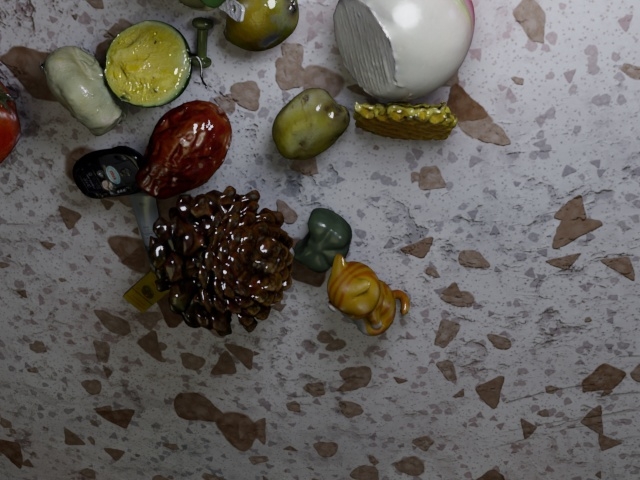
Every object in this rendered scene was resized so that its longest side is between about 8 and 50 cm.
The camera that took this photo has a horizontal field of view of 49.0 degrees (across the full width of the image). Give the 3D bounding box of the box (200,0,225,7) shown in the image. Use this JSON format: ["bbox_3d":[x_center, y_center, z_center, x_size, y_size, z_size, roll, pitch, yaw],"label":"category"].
[{"bbox_3d":[-0.198,-0.639,1.436,0.253,0.329,0.178,42,133,-13],"label":"box"}]

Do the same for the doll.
[{"bbox_3d":[0.113,0.159,1.930,0.166,0.269,0.162,32,88,33],"label":"doll"}]

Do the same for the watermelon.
[{"bbox_3d":[-0.402,-0.422,1.712,0.232,0.127,0.204,-17,89,2],"label":"watermelon"}]

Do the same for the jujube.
[{"bbox_3d":[-0.350,-0.230,1.788,0.197,0.197,0.290,41,114,-15],"label":"jujube"}]

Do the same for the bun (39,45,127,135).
[{"bbox_3d":[-0.577,-0.375,1.743,0.141,0.239,0.239,-37,111,0],"label":"bun"}]

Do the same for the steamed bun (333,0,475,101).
[{"bbox_3d":[0.202,-0.462,1.500,0.309,0.309,0.309,5,123,8],"label":"steamed bun"}]

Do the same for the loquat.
[{"bbox_3d":[-0.137,-0.507,1.598,0.195,0.152,0.152,-17,118,29],"label":"loquat"}]

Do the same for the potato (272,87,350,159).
[{"bbox_3d":[-0.029,-0.282,1.727,0.200,0.137,0.154,-32,112,26],"label":"potato"}]

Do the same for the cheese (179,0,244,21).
[{"bbox_3d":[-0.242,-0.551,1.565,0.251,0.054,0.127,44,131,32],"label":"cheese"}]

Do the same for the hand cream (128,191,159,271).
[{"bbox_3d":[-0.495,-0.026,2.043,0.079,0.048,0.255,-2,119,7],"label":"hand cream"}]

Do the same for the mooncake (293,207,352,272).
[{"bbox_3d":[0.000,0.000,1.925,0.168,0.104,0.175,-1,119,19],"label":"mooncake"}]

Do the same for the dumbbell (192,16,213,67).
[{"bbox_3d":[-0.288,-0.481,1.709,0.052,0.046,0.118,10,123,-1],"label":"dumbbell"}]

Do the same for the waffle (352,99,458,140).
[{"bbox_3d":[0.196,-0.278,1.643,0.245,0.254,0.052,5,86,11],"label":"waffle"}]

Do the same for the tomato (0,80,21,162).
[{"bbox_3d":[-0.945,-0.325,1.808,0.289,0.293,0.325,-32,121,15],"label":"tomato"}]

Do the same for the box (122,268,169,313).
[{"bbox_3d":[-0.538,0.158,2.183,0.155,0.023,0.087,-37,106,29],"label":"box"}]

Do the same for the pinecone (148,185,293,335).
[{"bbox_3d":[-0.279,0.044,1.858,0.397,0.398,0.398,5,123,8],"label":"pinecone"}]

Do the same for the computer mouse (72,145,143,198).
[{"bbox_3d":[-0.564,-0.192,1.922,0.233,0.096,0.137,-7,116,21],"label":"computer mouse"}]
